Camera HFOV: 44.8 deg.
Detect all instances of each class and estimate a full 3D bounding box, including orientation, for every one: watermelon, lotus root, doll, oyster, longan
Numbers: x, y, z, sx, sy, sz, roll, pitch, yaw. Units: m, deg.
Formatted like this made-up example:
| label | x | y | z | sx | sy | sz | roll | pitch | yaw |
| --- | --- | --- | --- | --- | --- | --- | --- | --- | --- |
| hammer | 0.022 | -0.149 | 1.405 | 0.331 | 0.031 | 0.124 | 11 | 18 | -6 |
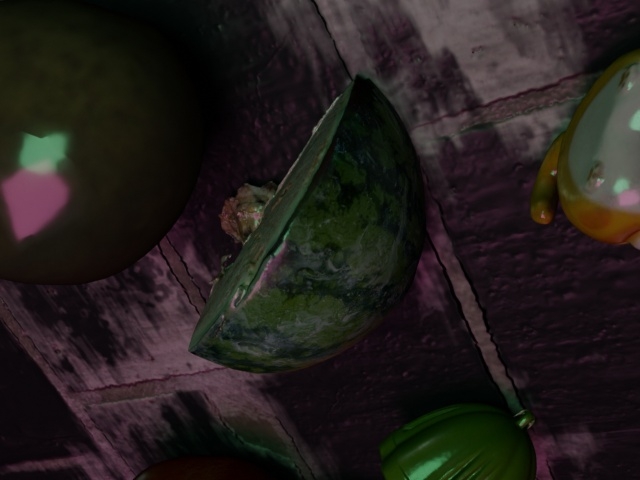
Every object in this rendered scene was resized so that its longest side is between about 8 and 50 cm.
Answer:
| label | x | y | z | sx | sy | sz | roll | pitch | yaw |
| --- | --- | --- | --- | --- | --- | --- | --- | --- | --- |
| watermelon | 0.000 | 0.000 | 0.766 | 0.180 | 0.224 | 0.305 | 45 | 111 | 29 |
| lotus root | 0.186 | 0.256 | 0.910 | 0.186 | 0.186 | 0.186 | 10 | 126 | 14 |
| doll | 0.324 | -0.048 | 0.630 | 0.269 | 0.162 | 0.167 | 22 | 98 | 12 |
| oyster | -0.040 | 0.002 | 0.869 | 0.165 | 0.053 | 0.108 | 36 | 121 | 0 |
| longan | -0.267 | -0.086 | 0.758 | 0.350 | 0.288 | 0.288 | -10 | 120 | 36 |

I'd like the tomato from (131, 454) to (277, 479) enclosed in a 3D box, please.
| label | x | y | z | sx | sy | sz | roll | pitch | yaw |
| --- | --- | --- | --- | --- | --- | --- | --- | --- | --- |
| tomato | -0.155 | 0.464 | 1.085 | 0.292 | 0.290 | 0.325 | -9 | 118 | 23 |
